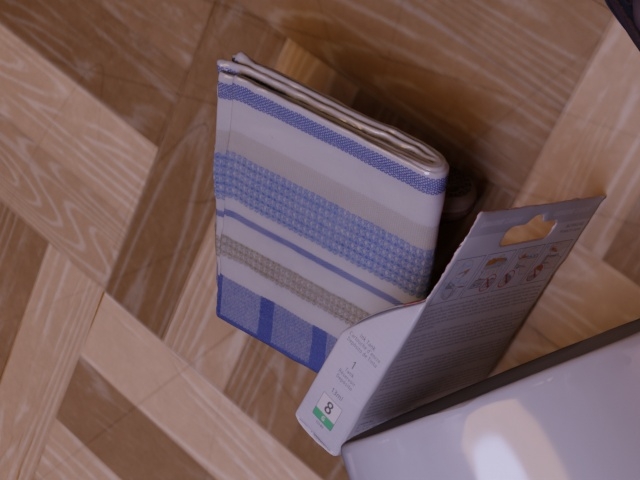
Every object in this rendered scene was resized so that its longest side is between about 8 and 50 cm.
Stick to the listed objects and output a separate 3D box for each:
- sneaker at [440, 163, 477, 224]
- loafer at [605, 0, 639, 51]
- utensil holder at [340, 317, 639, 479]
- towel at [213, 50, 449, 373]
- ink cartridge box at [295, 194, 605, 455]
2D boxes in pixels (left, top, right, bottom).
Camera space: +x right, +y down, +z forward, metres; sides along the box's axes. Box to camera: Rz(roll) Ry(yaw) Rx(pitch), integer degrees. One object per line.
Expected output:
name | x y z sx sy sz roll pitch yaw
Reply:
sneaker | 0.051 -0.026 1.180 0.188 0.066 0.071 10 123 40
loafer | 0.274 -0.076 0.876 0.302 0.095 0.109 39 122 -24
utensil holder | 0.224 0.256 0.952 0.327 0.327 0.385 -26 83 37
towel | 0.000 0.000 1.171 0.209 0.034 0.285 28 138 22
ink cartridge box | 0.096 0.049 1.078 0.056 0.181 0.225 41 119 27
